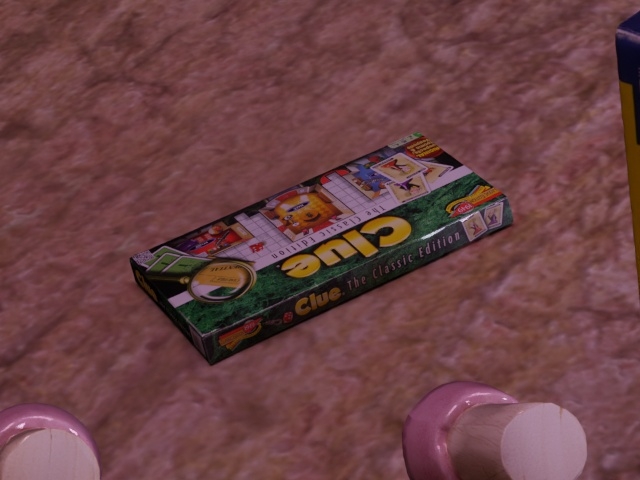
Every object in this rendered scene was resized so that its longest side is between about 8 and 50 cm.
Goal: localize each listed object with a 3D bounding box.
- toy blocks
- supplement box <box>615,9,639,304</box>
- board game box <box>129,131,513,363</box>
[{"bbox_3d":[-0.034,0.228,0.902,0.289,0.309,0.260,-1,-5,-14],"label":"toy blocks"},{"bbox_3d":[0.297,0.024,0.957,0.194,0.356,0.195,20,45,39],"label":"supplement box"},{"bbox_3d":[0.000,0.000,1.388,0.260,0.030,0.136,-25,37,-19],"label":"board game box"}]
